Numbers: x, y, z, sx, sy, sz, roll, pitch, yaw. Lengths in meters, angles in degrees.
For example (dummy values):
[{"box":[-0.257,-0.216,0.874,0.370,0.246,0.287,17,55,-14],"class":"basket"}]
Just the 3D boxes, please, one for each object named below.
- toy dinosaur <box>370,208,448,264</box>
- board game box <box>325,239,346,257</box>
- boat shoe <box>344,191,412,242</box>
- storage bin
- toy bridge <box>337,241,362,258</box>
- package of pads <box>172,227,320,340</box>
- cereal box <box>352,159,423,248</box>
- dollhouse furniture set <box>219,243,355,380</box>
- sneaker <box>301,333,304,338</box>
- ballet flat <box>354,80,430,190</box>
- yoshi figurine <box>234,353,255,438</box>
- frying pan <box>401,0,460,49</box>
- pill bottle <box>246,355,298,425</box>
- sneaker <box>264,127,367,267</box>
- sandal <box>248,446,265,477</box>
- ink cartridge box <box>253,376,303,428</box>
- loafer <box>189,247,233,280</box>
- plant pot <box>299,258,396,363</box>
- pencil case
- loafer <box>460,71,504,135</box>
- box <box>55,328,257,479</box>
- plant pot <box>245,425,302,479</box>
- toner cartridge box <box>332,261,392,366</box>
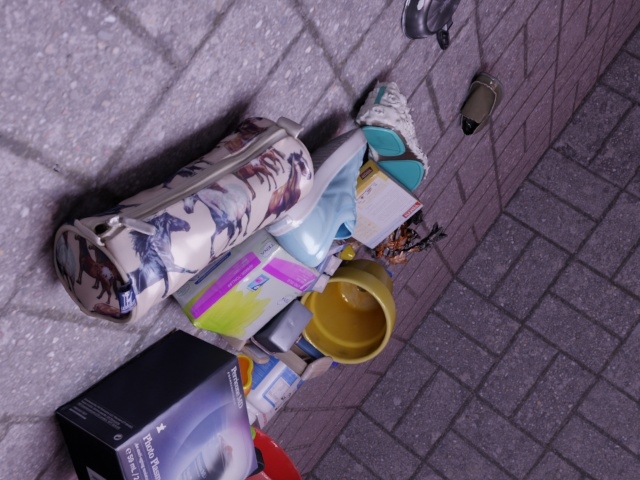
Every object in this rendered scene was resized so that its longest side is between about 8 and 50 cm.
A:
[{"box":[0.239,-0.008,2.234,0.218,0.164,0.322,-36,177,-7],"class":"toy dinosaur"},{"box":[0.000,0.000,1.706,0.090,0.090,0.020,-25,143,-55],"class":"board game box"},{"box":[0.150,-0.064,1.959,0.257,0.095,0.095,-21,147,-37],"class":"boat shoe"},{"box":[-0.076,0.187,1.600,0.135,0.098,0.091,-53,-160,-17],"class":"storage bin"},{"box":[0.038,0.047,1.946,0.188,0.026,0.063,-35,174,-26],"class":"toy bridge"},{"box":[-0.141,0.089,1.459,0.229,0.101,0.296,-41,160,3],"class":"package of pads"},{"box":[0.121,-0.080,1.753,0.173,0.047,0.240,-41,146,14],"class":"cereal box"},{"box":[-0.027,0.144,1.725,0.303,0.198,0.286,-58,161,9],"class":"dollhouse furniture set"},{"box":[0.019,0.236,2.143,0.153,0.101,0.268,-56,166,5],"class":"sneaker"},{"box":[0.174,-0.234,1.676,0.147,0.147,0.409,-52,161,-6],"class":"ballet flat"},{"box":[-0.264,0.411,1.667,0.203,0.203,0.362,-16,143,-32],"class":"yoshi figurine"},{"box":[0.240,-0.462,1.559,0.197,0.053,0.326,-45,156,-21],"class":"frying pan"},{"box":[-0.150,0.373,1.939,0.221,0.124,0.124,-48,160,-13],"class":"pill bottle"},{"box":[0.014,-0.080,1.409,0.135,0.150,0.366,-18,-155,39],"class":"sneaker"},{"box":[-0.327,0.573,1.623,0.446,0.107,0.167,-26,147,15],"class":"sandal"},{"box":[-0.137,0.420,2.102,0.203,0.086,0.148,-47,160,-22],"class":"ink cartridge box"},{"box":[-0.238,0.038,1.240,0.223,0.078,0.076,-38,155,-38],"class":"loafer"},{"box":[0.092,0.168,2.012,0.254,0.254,0.239,-65,174,28],"class":"plant pot"},{"box":[-0.186,-0.044,1.101,0.410,0.160,0.183,-38,170,-37],"class":"pencil case"},{"box":[0.456,-0.379,2.113,0.087,0.094,0.251,-51,161,-20],"class":"loafer"},{"box":[-0.291,0.379,1.395,0.294,0.183,0.296,-36,130,-42],"class":"box"},{"box":[-0.227,0.723,2.185,0.243,0.275,0.275,-45,161,4],"class":"plant pot"},{"box":[0.110,0.242,2.390,0.165,0.075,0.347,-36,154,-44],"class":"toner cartridge box"}]
